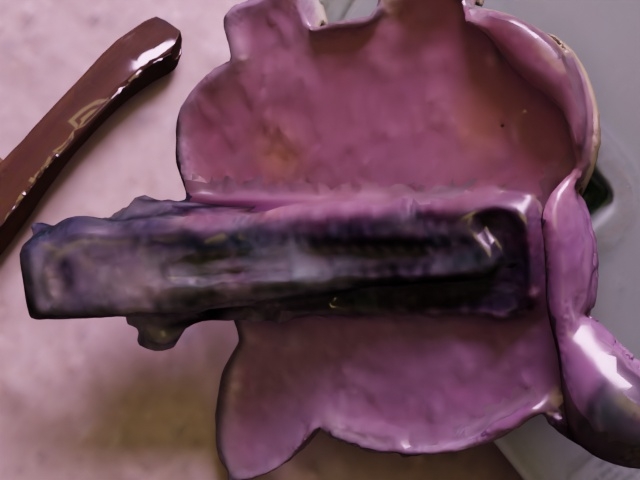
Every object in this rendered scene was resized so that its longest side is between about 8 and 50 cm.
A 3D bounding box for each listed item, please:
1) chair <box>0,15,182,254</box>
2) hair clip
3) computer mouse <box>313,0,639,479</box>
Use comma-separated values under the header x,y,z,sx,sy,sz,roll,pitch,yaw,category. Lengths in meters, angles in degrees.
x,y,z,sx,sy,sz,roll,pitch,yaw,category
-0.210,-0.025,0.500,0.186,0.160,0.319,37,73,14,chair
0.003,-0.001,0.493,0.187,0.056,0.146,-8,95,24,hair clip
0.103,-0.008,0.509,0.288,0.097,0.159,50,119,13,computer mouse
